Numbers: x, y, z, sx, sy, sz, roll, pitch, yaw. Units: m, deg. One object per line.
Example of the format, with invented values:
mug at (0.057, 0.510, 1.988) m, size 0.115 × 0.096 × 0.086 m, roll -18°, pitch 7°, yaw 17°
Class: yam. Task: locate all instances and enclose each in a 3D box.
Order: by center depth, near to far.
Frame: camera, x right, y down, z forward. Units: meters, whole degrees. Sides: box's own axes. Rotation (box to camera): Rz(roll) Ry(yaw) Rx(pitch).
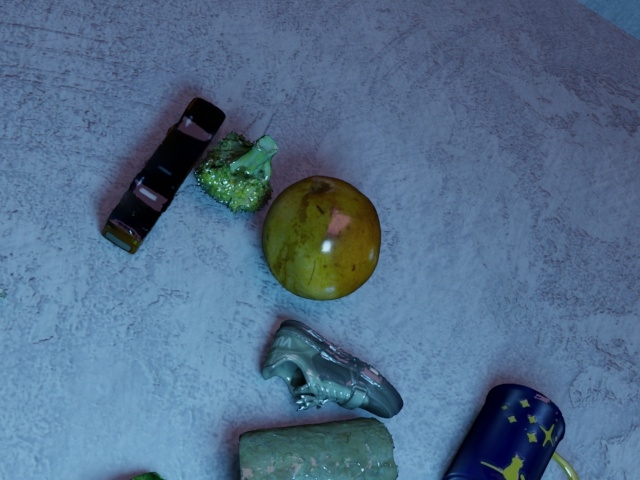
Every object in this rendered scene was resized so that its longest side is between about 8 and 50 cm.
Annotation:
yam at (-0.026, 0.408, 1.511) m, size 0.304 × 0.168 × 0.168 m, roll -1°, pitch 60°, yaw -26°

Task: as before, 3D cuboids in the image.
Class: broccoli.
broccoli at (-0.162, -0.162, 1.804) m, size 0.219 × 0.194 × 0.194 m, roll -16°, pitch 68°, yaw -41°

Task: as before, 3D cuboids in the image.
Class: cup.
cup at (0.397, 0.451, 1.673) m, size 0.255 × 0.178 × 0.256 m, roll 22°, pitch 48°, yaw 22°

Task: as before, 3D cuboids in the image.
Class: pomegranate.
pomegranate at (0.000, 0.000, 1.752) m, size 0.264 × 0.264 × 0.264 m, roll 14°, pitch 54°, yaw -19°

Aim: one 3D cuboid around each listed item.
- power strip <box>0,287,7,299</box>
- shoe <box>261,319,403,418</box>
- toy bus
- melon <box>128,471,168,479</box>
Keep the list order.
power strip at (-0.687, 0.082, 1.461) m, size 0.270 × 0.046 × 0.118 m, roll -2°, pitch 58°, yaw -27°
shoe at (0.012, 0.290, 1.653) m, size 0.293 × 0.109 × 0.149 m, roll 35°, pitch 54°, yaw 1°
toy bus at (-0.321, -0.147, 1.774) m, size 0.093 × 0.092 × 0.409 m, roll 33°, pitch 50°, yaw -7°
melon at (-0.314, 0.498, 1.329) m, size 0.196 × 0.124 × 0.323 m, roll 36°, pitch 51°, yaw -11°
